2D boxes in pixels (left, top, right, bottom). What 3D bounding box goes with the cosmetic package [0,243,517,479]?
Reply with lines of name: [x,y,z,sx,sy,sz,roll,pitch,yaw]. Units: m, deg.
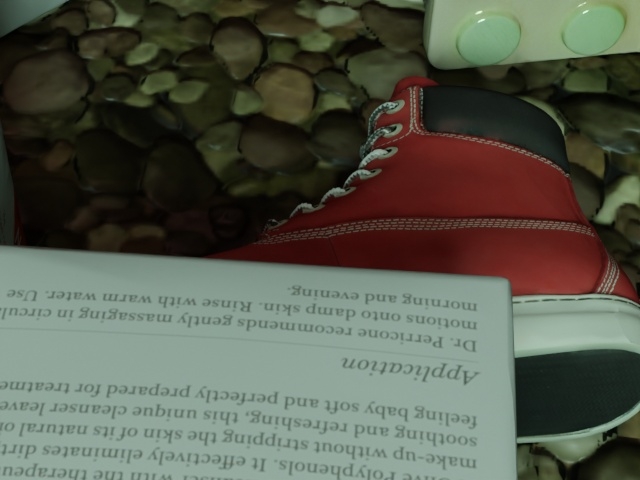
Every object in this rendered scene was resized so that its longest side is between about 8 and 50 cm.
cosmetic package: [-0.049,0.183,0.346,0.196,0.155,0.366,5,49,4]

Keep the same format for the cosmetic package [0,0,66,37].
cosmetic package: [-0.224,-0.204,0.695,0.183,0.151,0.151,36,57,28]

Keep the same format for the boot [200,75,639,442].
boot: [0.000,0.000,0.564,0.244,0.088,0.176,-1,47,-14]

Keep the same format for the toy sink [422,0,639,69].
toy sink: [0.112,-0.180,0.683,0.131,0.153,0.234,-7,49,-7]

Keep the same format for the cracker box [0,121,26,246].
cracker box: [-0.164,0.039,0.472,0.067,0.156,0.232,3,48,1]
